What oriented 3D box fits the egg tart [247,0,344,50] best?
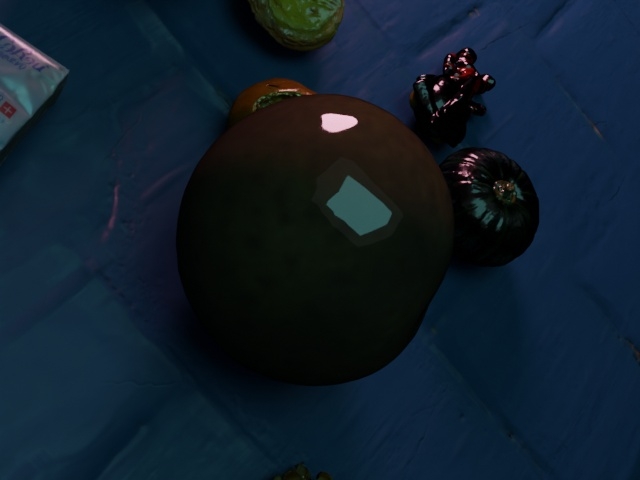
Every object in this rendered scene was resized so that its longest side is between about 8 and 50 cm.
[{"bbox_3d":[-0.048,-0.378,1.216,0.191,0.074,0.191,4,84,-36],"label":"egg tart"}]

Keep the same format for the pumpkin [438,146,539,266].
[{"bbox_3d":[0.261,-0.055,1.263,0.202,0.140,0.202,14,63,-29],"label":"pumpkin"}]

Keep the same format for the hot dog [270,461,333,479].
[{"bbox_3d":[-0.021,0.405,0.957,0.109,0.072,0.270,11,65,-26],"label":"hot dog"}]

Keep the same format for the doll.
[{"bbox_3d":[0.220,-0.239,1.347,0.127,0.088,0.249,31,46,5],"label":"doll"}]

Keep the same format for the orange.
[{"bbox_3d":[-0.053,-0.154,1.108,0.154,0.134,0.155,17,57,-29],"label":"orange"}]

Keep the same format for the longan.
[{"bbox_3d":[0.000,0.000,0.950,0.361,0.361,0.361,12,67,-28],"label":"longan"}]

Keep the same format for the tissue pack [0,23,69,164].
[{"bbox_3d":[-0.449,-0.205,0.905,0.263,0.089,0.177,37,55,-16],"label":"tissue pack"}]
